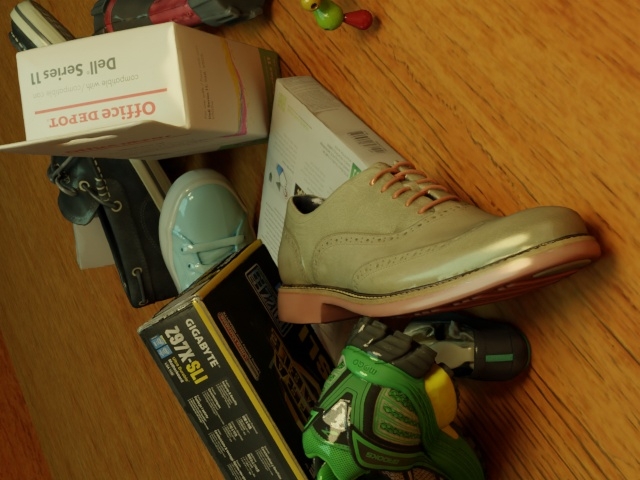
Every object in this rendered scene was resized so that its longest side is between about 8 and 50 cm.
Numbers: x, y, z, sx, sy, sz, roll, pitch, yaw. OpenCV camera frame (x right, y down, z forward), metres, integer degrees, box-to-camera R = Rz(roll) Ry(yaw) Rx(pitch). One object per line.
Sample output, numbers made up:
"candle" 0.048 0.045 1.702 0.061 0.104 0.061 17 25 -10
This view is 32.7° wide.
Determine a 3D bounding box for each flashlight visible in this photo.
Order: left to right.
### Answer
"flashlight" -0.195 -0.305 1.439 0.304 0.103 0.103 1 60 53

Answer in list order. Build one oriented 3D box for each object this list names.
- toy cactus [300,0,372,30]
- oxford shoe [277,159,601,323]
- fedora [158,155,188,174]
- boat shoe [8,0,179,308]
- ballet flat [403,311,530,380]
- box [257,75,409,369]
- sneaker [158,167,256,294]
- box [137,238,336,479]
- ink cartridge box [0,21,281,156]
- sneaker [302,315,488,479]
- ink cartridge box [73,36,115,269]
"toy cactus" -0.032 -0.316 1.111 0.112 0.180 0.219 -115 17 -73
"oxford shoe" 0.077 -0.005 0.994 0.397 0.140 0.147 -10 87 51
"fedora" -0.194 -0.192 1.579 0.194 0.079 0.194 21 114 59
"boat shoe" -0.308 -0.099 1.525 0.500 0.156 0.187 65 173 -34
"ballet flat" 0.118 0.102 1.058 0.203 0.074 0.074 -2 96 64
"box" 0.000 0.000 1.280 0.232 0.058 0.322 49 138 47
"sneaker" -0.121 0.085 1.472 0.150 0.135 0.366 38 142 53
"box" -0.039 0.175 1.117 0.322 0.079 0.257 60 -167 -5
"ink cartridge box" -0.199 -0.165 1.249 0.207 0.353 0.119 -7 91 20
"sneaker" 0.055 0.209 1.017 0.134 0.146 0.343 27 158 32
"ink cartridge box" -0.350 -0.143 1.765 0.223 0.129 0.307 -110 18 -48
